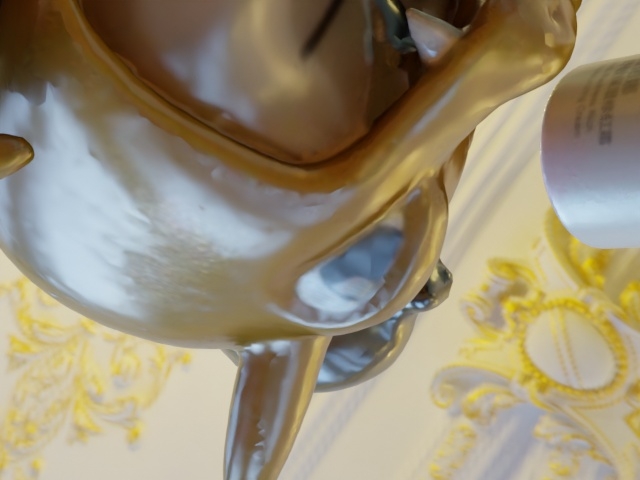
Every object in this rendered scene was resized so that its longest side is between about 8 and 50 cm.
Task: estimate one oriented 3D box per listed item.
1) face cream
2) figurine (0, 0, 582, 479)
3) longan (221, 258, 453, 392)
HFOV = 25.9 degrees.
[{"bbox_3d":[0.259,-0.052,0.591,0.346,0.102,0.101,-6,-109,45],"label":"face cream"},{"bbox_3d":[-0.128,-0.084,0.586,0.268,0.387,0.401,-65,-170,-16],"label":"figurine"},{"bbox_3d":[0.000,0.000,1.340,0.300,0.243,0.300,12,-69,36],"label":"longan"}]
